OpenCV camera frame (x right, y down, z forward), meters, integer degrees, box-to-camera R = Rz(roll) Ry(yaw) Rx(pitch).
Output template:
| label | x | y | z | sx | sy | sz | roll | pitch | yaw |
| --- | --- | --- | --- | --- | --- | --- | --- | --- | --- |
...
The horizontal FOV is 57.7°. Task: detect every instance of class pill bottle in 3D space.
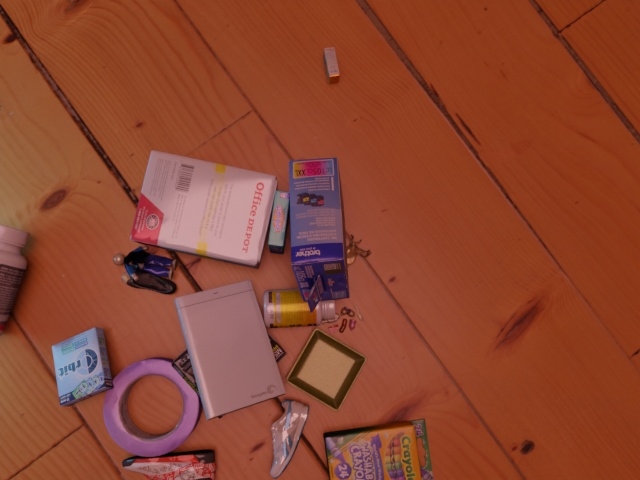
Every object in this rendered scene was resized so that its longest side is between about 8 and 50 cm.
| label | x | y | z | sx | sy | sz | roll | pitch | yaw |
| --- | --- | --- | --- | --- | --- | --- | --- | --- | --- |
| pill bottle | -0.065 | 0.204 | 1.769 | 0.214 | 0.117 | 0.118 | -2 | 83 | -4 |
| pill bottle | -0.968 | 0.109 | 1.689 | 0.176 | 0.176 | 0.319 | 17 | 82 | -2 |

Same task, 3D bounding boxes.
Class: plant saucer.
| label | x | y | z | sx | sy | sz | roll | pitch | yaw |
| --- | --- | --- | --- | --- | --- | --- | --- | --- | --- |
| plant saucer | 0.017 | 0.395 | 1.785 | 0.188 | 0.045 | 0.189 | 31 | 81 | 0 |

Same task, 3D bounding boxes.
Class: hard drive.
| label | x | y | z | sx | sy | sz | roll | pitch | yaw |
| --- | --- | --- | --- | --- | --- | --- | --- | --- | --- |
| hard drive | -0.262 | 0.308 | 1.678 | 0.232 | 0.047 | 0.353 | -12 | 73 | -24 |

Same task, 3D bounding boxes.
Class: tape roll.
| label | x | y | z | sx | sy | sz | roll | pitch | yaw |
| --- | --- | --- | --- | --- | --- | --- | --- | --- | --- |
| tape roll | -0.491 | 0.487 | 1.716 | 0.274 | 0.090 | 0.275 | 1 | 83 | -5 |

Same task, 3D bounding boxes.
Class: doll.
| label | x | y | z | sx | sy | sz | roll | pitch | yaw |
| --- | --- | --- | --- | --- | --- | --- | --- | --- | --- |
| doll | -0.542 | 0.073 | 1.778 | 0.188 | 0.046 | 0.129 | 12 | 51 | -2 |

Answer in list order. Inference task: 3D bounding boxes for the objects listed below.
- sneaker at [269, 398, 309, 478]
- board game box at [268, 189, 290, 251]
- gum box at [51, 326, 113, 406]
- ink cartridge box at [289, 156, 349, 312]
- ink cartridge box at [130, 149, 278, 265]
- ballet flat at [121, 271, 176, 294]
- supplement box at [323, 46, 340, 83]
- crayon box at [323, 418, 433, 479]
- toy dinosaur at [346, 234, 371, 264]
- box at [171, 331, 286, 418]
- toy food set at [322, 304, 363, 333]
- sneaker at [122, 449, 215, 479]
| label | x | y | z | sx | sy | sz | roll | pitch | yaw |
| --- | --- | --- | --- | --- | --- | --- | --- | --- | --- |
| sneaker | -0.109 | 0.591 | 1.737 | 0.092 | 0.087 | 0.229 | 19 | 74 | 6 |
| board game box | -0.123 | -0.050 | 1.752 | 0.047 | 0.210 | 0.160 | 8 | 81 | -3 |
| gum box | -0.697 | 0.369 | 1.696 | 0.156 | 0.041 | 0.185 | -23 | 68 | 9 |
| ink cartridge box | 0.000 | 0.000 | 1.658 | 0.151 | 0.270 | 0.396 | -6 | 61 | 3 |
| ink cartridge box | -0.342 | -0.087 | 1.766 | 0.384 | 0.160 | 0.280 | 12 | 82 | -1 |
| ballet flat | -0.526 | 0.125 | 1.781 | 0.173 | 0.049 | 0.058 | 13 | 79 | -2 |
| supplement box | 0.036 | -0.575 | 1.908 | 0.036 | 0.062 | 0.099 | -10 | 83 | -4 |
| crayon box | 0.181 | 0.664 | 1.742 | 0.322 | 0.083 | 0.203 | -7 | 83 | -5 |
| toy dinosaur | 0.072 | 0.033 | 1.834 | 0.183 | 0.053 | 0.093 | -12 | 85 | -6 |
| box | -0.268 | 0.351 | 1.720 | 0.216 | 0.060 | 0.270 | 47 | 61 | 2 |
| toy food set | 0.072 | 0.253 | 1.821 | 0.122 | 0.019 | 0.078 | -27 | 85 | -7 |
| sneaker | -0.441 | 0.697 | 1.690 | 0.269 | 0.090 | 0.145 | -2 | 80 | -7 |
